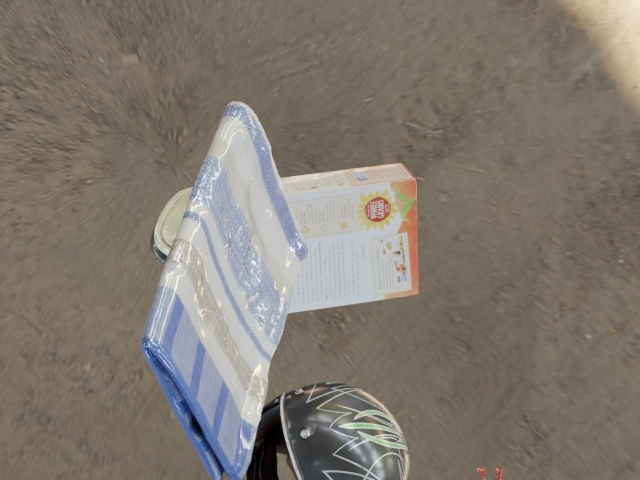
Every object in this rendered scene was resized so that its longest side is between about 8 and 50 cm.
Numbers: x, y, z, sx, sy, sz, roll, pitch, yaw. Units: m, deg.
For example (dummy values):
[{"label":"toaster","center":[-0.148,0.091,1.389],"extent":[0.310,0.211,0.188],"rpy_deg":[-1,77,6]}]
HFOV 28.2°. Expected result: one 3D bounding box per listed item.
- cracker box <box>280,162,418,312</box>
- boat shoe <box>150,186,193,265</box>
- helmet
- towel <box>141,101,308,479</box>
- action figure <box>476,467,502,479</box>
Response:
[{"label":"cracker box","center":[0.000,0.000,1.557],"extent":[0.232,0.067,0.156],"rpy_deg":[-7,114,-11]},{"label":"boat shoe","center":[-0.116,-0.019,1.361],"extent":[0.084,0.233,0.079],"rpy_deg":[33,120,3]},{"label":"helmet","center":[0.006,0.216,1.239],"extent":[0.169,0.169,0.161],"rpy_deg":[47,124,-7]},{"label":"towel","center":[-0.075,0.042,1.116],"extent":[0.034,0.285,0.209],"rpy_deg":[-2,137,19]},{"label":"action figure","center":[0.197,0.322,1.472],"extent":[0.038,0.030,0.115],"rpy_deg":[-4,87,19]}]
